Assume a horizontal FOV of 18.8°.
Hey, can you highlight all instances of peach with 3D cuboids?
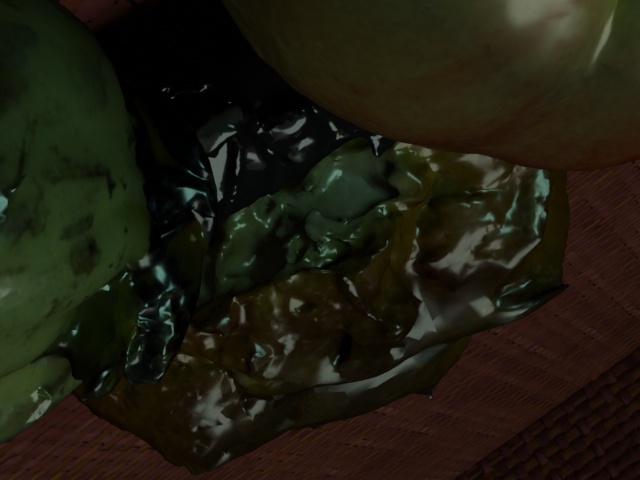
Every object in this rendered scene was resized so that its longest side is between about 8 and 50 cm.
[{"bbox_3d":[0.057,-0.125,0.586,0.232,0.232,0.232,-31,164,-10],"label":"peach"}]

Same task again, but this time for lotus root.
[{"bbox_3d":[-0.179,0.014,0.569,0.309,0.173,0.173,-21,160,-37],"label":"lotus root"}]

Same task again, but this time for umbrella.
[{"bbox_3d":[-0.008,-0.060,0.762,0.357,0.106,0.113,-32,125,0],"label":"umbrella"}]

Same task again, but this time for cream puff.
[{"bbox_3d":[0.000,0.000,0.907,0.241,0.155,0.269,-8,156,-48],"label":"cream puff"}]
